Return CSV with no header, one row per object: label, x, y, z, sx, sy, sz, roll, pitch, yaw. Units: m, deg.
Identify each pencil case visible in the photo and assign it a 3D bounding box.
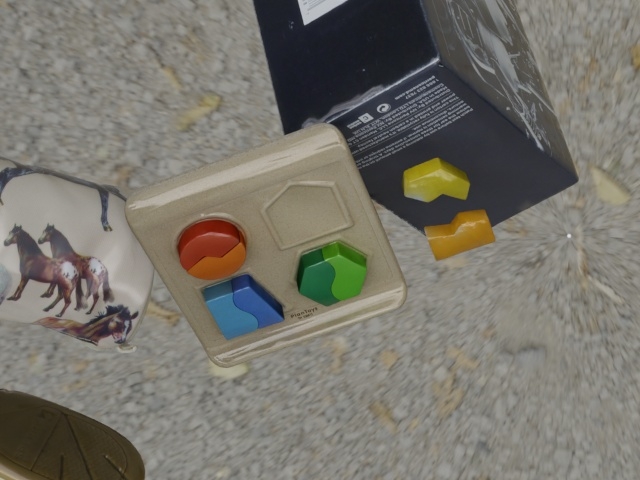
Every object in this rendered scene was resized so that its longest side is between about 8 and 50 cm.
pencil case,-0.348,0.002,1.366,0.410,0.160,0.183,13,96,-29

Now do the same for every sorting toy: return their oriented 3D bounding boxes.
sorting toy,0.000,0.000,1.332,0.307,0.041,0.229,-19,130,7

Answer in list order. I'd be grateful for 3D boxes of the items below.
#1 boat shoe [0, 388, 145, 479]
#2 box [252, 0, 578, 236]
boat shoe,-0.138,0.071,0.501,0.152,0.056,0.049,25,120,6
box,0.087,-0.215,1.508,0.179,0.312,0.343,-28,57,23
